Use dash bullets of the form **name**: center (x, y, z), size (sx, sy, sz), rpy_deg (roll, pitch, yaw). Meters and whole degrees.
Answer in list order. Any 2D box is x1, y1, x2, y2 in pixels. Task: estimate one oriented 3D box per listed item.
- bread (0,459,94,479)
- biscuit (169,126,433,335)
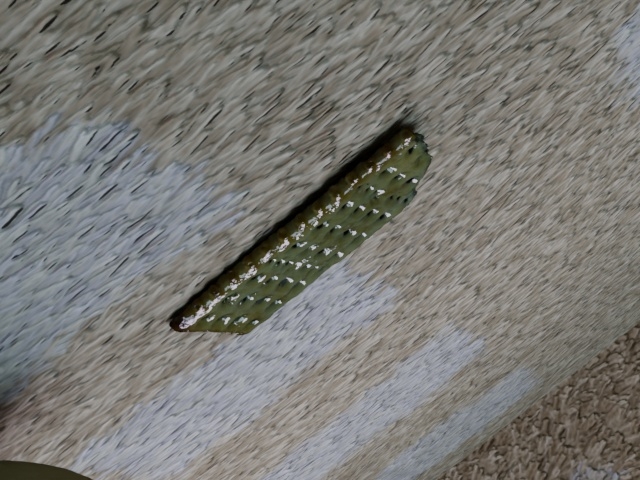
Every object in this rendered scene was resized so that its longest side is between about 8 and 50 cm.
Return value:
- **bread**: center (-0.243, 0.302, 1.102), size (0.376, 0.253, 0.348), rpy_deg (-23, 125, -70)
- **biscuit**: center (-0.001, -0.001, 1.298), size (0.203, 0.016, 0.144), rpy_deg (-39, 165, 11)
